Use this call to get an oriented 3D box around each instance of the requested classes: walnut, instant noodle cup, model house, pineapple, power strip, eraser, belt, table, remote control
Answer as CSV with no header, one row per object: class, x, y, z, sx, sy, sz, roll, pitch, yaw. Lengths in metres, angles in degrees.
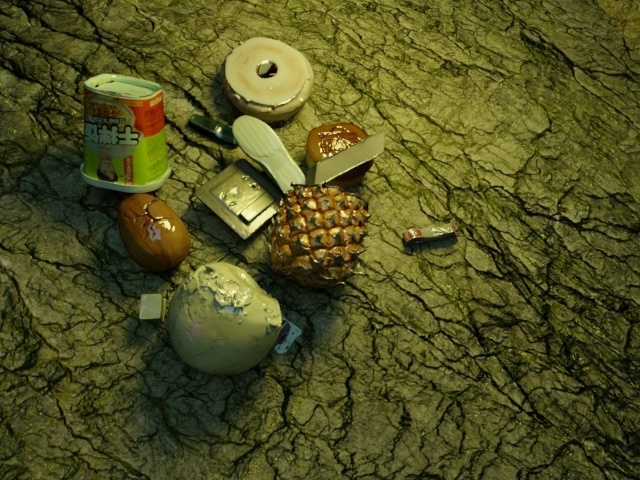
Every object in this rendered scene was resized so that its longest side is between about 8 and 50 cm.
walnut,-0.557,-0.037,1.337,0.203,0.203,0.298,-39,87,-21
instant noodle cup,-0.635,-0.356,1.336,0.294,0.308,0.294,10,33,-6
model house,-0.150,0.281,1.339,0.167,0.088,0.117,42,69,8
pineapple,-0.003,0.000,1.347,0.352,0.352,0.300,14,75,-4
power strip,-0.279,-0.144,1.479,0.251,0.092,0.257,40,56,8
eraser,0.087,-0.274,1.429,0.352,0.111,0.077,-31,94,-21
belt,0.428,-0.025,1.563,0.232,0.071,0.053,-9,64,-13
table,-0.531,0.218,1.301,0.062,0.083,0.079,0,70,-8
remote control,-0.411,-0.433,1.595,0.222,0.042,0.072,23,69,0

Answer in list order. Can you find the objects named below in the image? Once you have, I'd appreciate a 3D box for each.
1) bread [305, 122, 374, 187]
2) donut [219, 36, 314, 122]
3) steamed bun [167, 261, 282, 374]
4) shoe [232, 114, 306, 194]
bread,0.069,-0.332,1.579,0.270,0.148,0.270,5,68,-12
donut,-0.216,-0.645,1.655,0.382,0.142,0.383,4,68,-9
steamed bun,-0.305,0.240,1.211,0.334,0.233,0.312,31,90,22
shoe,-0.173,-0.301,1.511,0.132,0.160,0.363,-41,88,3
